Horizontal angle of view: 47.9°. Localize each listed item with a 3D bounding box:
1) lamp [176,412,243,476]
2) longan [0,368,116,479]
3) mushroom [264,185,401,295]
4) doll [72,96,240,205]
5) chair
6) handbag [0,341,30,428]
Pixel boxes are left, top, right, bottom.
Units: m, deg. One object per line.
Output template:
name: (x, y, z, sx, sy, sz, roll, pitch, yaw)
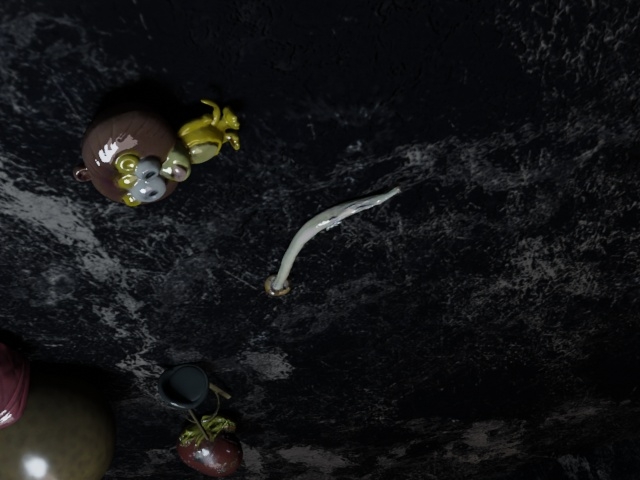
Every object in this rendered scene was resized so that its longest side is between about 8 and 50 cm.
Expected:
lamp: (-0.245, 0.461, 1.640, 0.156, 0.135, 0.157, 29, 165, -7)
longan: (-0.498, 0.354, 1.294, 0.258, 0.258, 0.258, -9, 147, -6)
mushroom: (-0.001, -0.002, 1.094, 0.068, 0.043, 0.306, -4, 150, -45)
doll: (-0.185, -0.107, 0.822, 0.188, 0.096, 0.145, -28, 153, 6)
chair: (-0.247, 0.313, 1.449, 0.095, 0.104, 0.221, -37, 153, -9)
handbag: (-0.593, 0.241, 1.166, 0.225, 0.146, 0.135, -21, 143, 9)
